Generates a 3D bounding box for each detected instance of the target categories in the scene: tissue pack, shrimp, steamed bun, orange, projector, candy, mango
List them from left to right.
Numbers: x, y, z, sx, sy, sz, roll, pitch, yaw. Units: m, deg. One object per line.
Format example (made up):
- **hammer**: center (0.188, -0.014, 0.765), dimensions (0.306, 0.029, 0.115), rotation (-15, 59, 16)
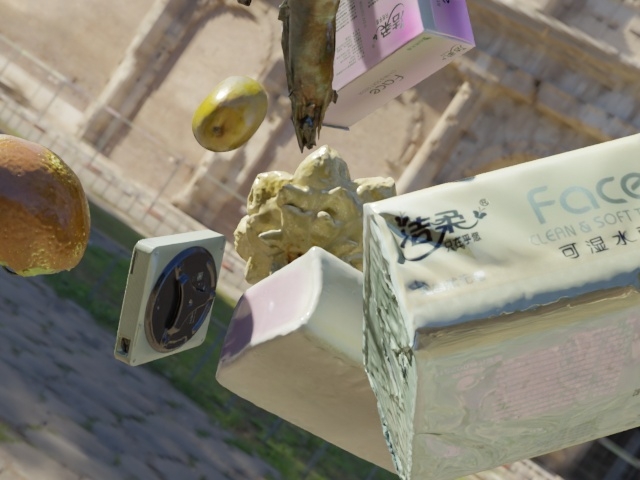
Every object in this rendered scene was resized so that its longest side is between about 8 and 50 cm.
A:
- **orange**: center (-0.414, -0.055, 1.409), dimensions (0.237, 0.158, 0.179), rotation (19, 34, -8)
- **projector**: center (-0.301, 0.116, 2.224), dimensions (0.079, 0.257, 0.259), rotation (21, 16, 26)
- **mango**: center (-0.136, -0.196, 1.621), dimensions (0.092, 0.130, 0.194), rotation (40, 24, -18)
- **shrimp**: center (-0.044, -0.250, 1.230), dimensions (0.169, 0.296, 0.058), rotation (28, 37, 37)
- **steamed bun**: center (0.000, 0.000, 1.702), dimensions (0.296, 0.292, 0.137), rotation (15, 21, 8)
- **candy**: center (0.061, 0.171, 1.426), dimensions (0.359, 0.145, 0.208), rotation (30, -42, -22)
- **tissue pack**: center (0.064, -0.252, 1.333), dimensions (0.092, 0.148, 0.246), rotation (7, -23, -39)
- **tissue pack**: center (0.255, 0.071, 1.129), dimensions (0.331, 0.405, 0.205), rotation (88, -15, -55)
